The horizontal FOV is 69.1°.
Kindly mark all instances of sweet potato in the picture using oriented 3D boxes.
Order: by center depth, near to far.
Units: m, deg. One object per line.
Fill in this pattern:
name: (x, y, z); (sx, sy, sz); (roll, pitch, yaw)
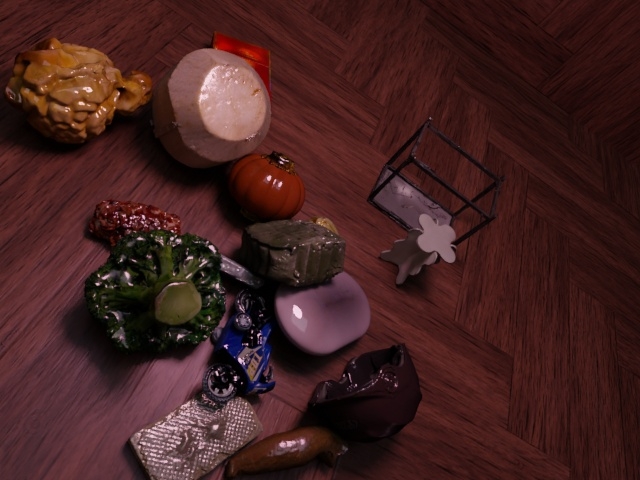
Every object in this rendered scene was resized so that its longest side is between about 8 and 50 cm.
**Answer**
sweet potato: (-0.065, 0.473, 1.024); (0.286, 0.085, 0.112); (-4, 109, -30)

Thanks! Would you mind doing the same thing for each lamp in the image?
lamp: (-0.147, -0.147, 1.283); (0.223, 0.196, 0.223); (29, 13, -7)

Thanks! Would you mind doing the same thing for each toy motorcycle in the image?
toy motorcycle: (-0.164, 0.252, 1.094); (0.169, 0.113, 0.315); (37, 41, -19)

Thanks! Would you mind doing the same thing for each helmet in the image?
helmet: (0.121, 0.382, 1.106); (0.305, 0.225, 0.177); (-26, 89, -45)

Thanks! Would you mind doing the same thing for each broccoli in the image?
broccoli: (-0.319, 0.113, 0.978); (0.298, 0.297, 0.297); (-3, 96, -35)

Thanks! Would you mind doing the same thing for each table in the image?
table: (0.295, 0.037, 1.425); (0.167, 0.198, 0.166); (14, 57, -23)
table: (0.389, -0.173, 1.557); (0.335, 0.272, 0.222); (35, 51, -7)

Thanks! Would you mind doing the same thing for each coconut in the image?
coconut: (-0.296, -0.348, 1.252); (0.323, 0.323, 0.323); (14, 56, -22)

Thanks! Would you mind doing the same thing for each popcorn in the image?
popcorn: (-0.590, -0.368, 1.148); (0.332, 0.225, 0.265); (-15, 46, -34)

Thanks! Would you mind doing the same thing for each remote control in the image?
remote control: (0.013, 0.177, 1.215); (0.332, 0.103, 0.221); (-12, 69, -49)

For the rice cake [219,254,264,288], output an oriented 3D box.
rice cake: (-0.247, 0.059, 1.173); (0.226, 0.085, 0.040); (29, 87, -11)

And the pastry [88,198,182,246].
pastry: (-0.440, -0.033, 1.113); (0.209, 0.097, 0.115); (20, 44, -17)

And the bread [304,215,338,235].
bread: (0.000, 0.000, 1.365); (0.118, 0.064, 0.156); (5, 59, -32)

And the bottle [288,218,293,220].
bottle: (-0.133, -0.021, 1.306); (0.140, 0.053, 0.053); (-30, 80, -39)

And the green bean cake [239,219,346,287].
green bean cake: (-0.073, 0.026, 1.175); (0.227, 0.124, 0.222); (-8, 24, -36)

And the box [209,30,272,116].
box: (-0.265, -0.518, 1.508); (0.197, 0.089, 0.313); (9, 57, -24)

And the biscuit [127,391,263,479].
biscuit: (-0.253, 0.410, 0.979); (0.252, 0.052, 0.150); (-23, 76, -39)
